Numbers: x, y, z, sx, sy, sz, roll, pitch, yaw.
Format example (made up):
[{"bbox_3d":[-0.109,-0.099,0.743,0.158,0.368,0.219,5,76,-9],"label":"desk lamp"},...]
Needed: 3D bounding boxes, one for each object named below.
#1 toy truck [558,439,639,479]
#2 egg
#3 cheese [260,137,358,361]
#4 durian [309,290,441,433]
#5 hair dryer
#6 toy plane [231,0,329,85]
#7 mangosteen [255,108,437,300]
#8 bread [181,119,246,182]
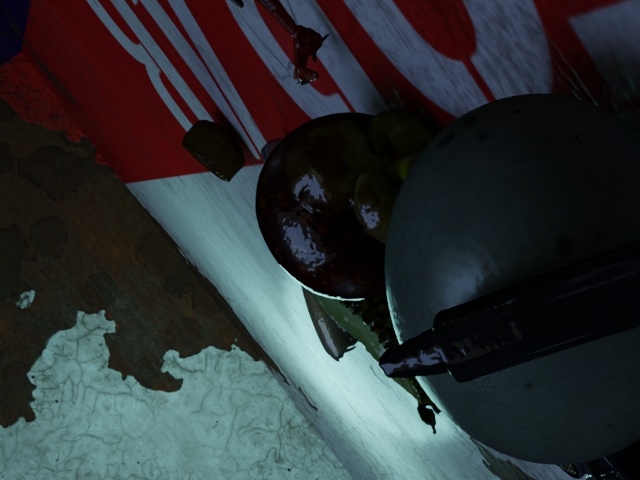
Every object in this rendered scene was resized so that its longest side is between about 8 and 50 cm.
[{"bbox_3d":[0.226,0.147,0.707,0.192,0.083,0.092,49,162,10],"label":"toy truck"},{"bbox_3d":[0.122,0.027,0.535,0.169,0.169,0.236,40,165,38],"label":"egg"},{"bbox_3d":[0.001,0.000,1.042,0.050,0.127,0.235,-29,90,41],"label":"cheese"},{"bbox_3d":[0.087,0.069,0.935,0.220,0.137,0.095,53,136,24],"label":"durian"},{"bbox_3d":[0.124,0.004,0.385,0.128,0.255,0.070,58,-153,-21],"label":"hair dryer"},{"bbox_3d":[-0.058,-0.205,0.727,0.194,0.077,0.126,43,170,0],"label":"toy plane"},{"bbox_3d":[0.035,-0.043,0.745,0.181,0.156,0.145,119,142,-46],"label":"mangosteen"},{"bbox_3d":[-0.130,-0.116,1.239,0.085,0.053,0.085,41,175,5],"label":"bread"}]
